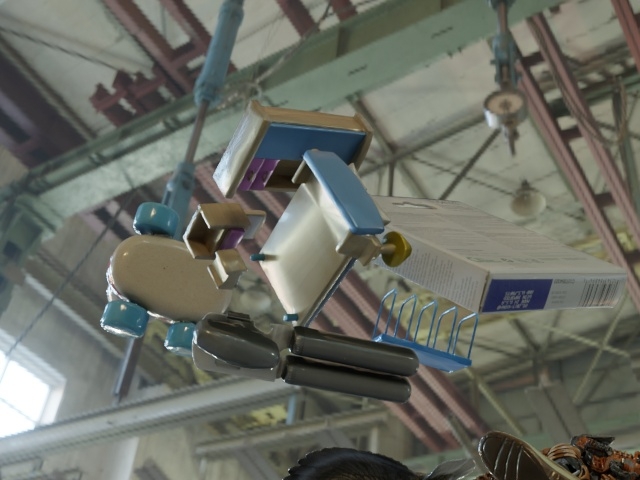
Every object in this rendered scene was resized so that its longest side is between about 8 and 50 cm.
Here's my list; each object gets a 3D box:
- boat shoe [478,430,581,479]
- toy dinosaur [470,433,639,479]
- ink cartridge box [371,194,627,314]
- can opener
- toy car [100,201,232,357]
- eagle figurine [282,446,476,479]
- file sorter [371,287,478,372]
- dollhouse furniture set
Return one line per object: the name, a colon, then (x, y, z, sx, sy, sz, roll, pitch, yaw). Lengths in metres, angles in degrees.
boat shoe: (0.301, 0.321, 1.202, 0.072, 0.190, 0.068, 11, -70, -55)
toy dinosaur: (0.418, 0.413, 1.468, 0.322, 0.218, 0.164, -18, -53, 19)
ink cartridge box: (0.212, 0.015, 1.284, 0.324, 0.330, 0.071, 1, -73, -41)
can opener: (-0.018, 0.146, 1.056, 0.280, 0.093, 0.074, 12, -75, -15)
toy car: (-0.282, 0.089, 1.547, 0.210, 0.219, 0.238, 21, -25, -20)
eagle figurine: (0.111, 0.453, 1.558, 0.298, 0.225, 0.226, 23, -57, 36)
file sorter: (0.190, 0.166, 1.647, 0.170, 0.104, 0.118, 17, -17, -5)
dollhouse furniture set: (0.000, 0.000, 1.221, 0.198, 0.303, 0.286, 1, -46, -39)
